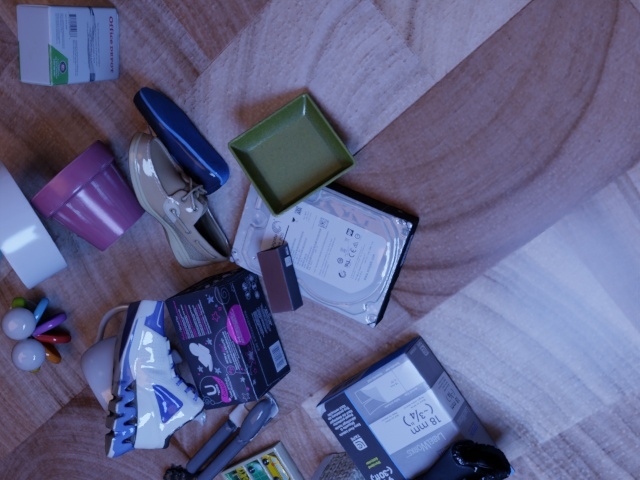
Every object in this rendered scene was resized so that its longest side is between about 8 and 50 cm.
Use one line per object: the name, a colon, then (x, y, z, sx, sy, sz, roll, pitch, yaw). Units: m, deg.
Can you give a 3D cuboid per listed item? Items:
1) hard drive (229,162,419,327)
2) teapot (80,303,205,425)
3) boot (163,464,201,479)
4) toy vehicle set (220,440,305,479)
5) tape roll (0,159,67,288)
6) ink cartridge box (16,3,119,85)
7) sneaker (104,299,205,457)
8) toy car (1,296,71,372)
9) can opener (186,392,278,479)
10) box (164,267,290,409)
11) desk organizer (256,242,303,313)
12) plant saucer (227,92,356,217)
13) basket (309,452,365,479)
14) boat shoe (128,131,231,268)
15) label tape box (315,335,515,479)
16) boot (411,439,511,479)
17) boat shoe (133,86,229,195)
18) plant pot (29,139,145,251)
hard drive: (0.000, 0.000, 1.659, 0.339, 0.064, 0.237, 25, 111, 16)
teapot: (-0.393, 0.296, 1.830, 0.187, 0.252, 0.256, -34, 113, -10)
boot: (-0.316, 0.587, 1.947, 0.099, 0.045, 0.121, -2, 95, 20)
toy vehicle set: (-0.088, 0.596, 1.861, 0.166, 0.035, 0.267, -32, 90, 26)
tape roll: (-0.665, -0.037, 1.806, 0.100, 0.286, 0.286, -33, 89, -16)
ink cartridge box: (-0.505, -0.397, 1.685, 0.087, 0.208, 0.153, 9, 106, 23)
sneaker: (-0.324, 0.281, 1.684, 0.127, 0.182, 0.315, -6, 75, 65)
toy car: (-0.658, 0.213, 1.952, 0.136, 0.159, 0.182, -16, 98, -10)
can opener: (-0.202, 0.437, 1.832, 0.076, 0.095, 0.283, 45, 108, 10)
box: (-0.190, 0.199, 1.731, 0.142, 0.163, 0.247, -15, 98, 27)
desk organizer: (-0.080, 0.076, 1.650, 0.050, 0.047, 0.130, -10, 99, 26)
plant saucer: (-0.053, -0.158, 1.602, 0.188, 0.045, 0.188, -34, 71, -1)
basket: (0.052, 0.514, 1.715, 0.103, 0.167, 0.113, -20, 96, 19)
boat shoe: (-0.276, -0.082, 1.671, 0.110, 0.121, 0.341, -5, 136, 18)
label tape box: (0.188, 0.396, 1.659, 0.240, 0.106, 0.333, -36, 88, 26)
boot: (0.296, 0.478, 1.577, 0.246, 0.094, 0.207, 26, 130, -18)
boat shoe: (-0.303, -0.197, 1.710, 0.089, 0.109, 0.258, -42, 84, 29)
plant pot: (-0.480, -0.084, 1.773, 0.201, 0.201, 0.180, -37, 103, 26)
